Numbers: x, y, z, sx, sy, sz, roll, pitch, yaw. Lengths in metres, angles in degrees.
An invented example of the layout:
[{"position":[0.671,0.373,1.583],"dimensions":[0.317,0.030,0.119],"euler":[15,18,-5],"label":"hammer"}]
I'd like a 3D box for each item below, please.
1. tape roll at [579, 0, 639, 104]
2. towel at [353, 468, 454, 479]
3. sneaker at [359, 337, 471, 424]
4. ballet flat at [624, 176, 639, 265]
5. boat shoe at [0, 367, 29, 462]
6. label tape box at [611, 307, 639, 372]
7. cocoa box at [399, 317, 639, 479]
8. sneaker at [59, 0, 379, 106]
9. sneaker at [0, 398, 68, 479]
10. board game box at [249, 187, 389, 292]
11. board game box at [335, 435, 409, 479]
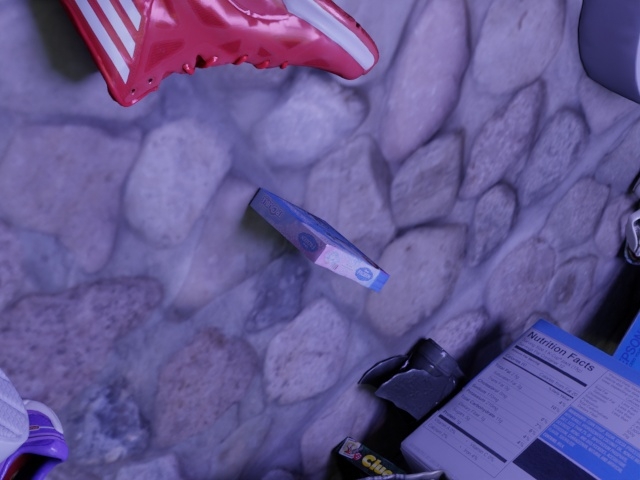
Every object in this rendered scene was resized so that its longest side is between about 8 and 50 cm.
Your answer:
[{"position":[0.355,-0.240,0.899],"dimensions":[0.219,0.072,0.219],"euler":[-24,134,-28],"label":"tape roll"},{"position":[-0.031,0.361,0.893],"dimensions":[0.312,0.056,0.324],"euler":[-2,122,-9],"label":"towel"},{"position":[0.116,0.165,0.994],"dimensions":[0.089,0.051,0.170],"euler":[-47,135,-5],"label":"sneaker"},{"position":[0.406,-0.043,1.103],"dimensions":[0.070,0.070,0.188],"euler":[-25,130,-28],"label":"ballet flat"},{"position":[-0.313,0.057,0.476],"dimensions":[0.119,0.121,0.335],"euler":[-46,130,5],"label":"boat shoe"},{"position":[0.513,0.081,1.240],"dimensions":[0.241,0.106,0.333],"euler":[-63,158,12],"label":"label tape box"},{"position":[0.281,0.308,1.001],"dimensions":[0.228,0.231,0.347],"euler":[-38,129,-18],"label":"cocoa box"},{"position":[-0.070,-0.133,0.587],"dimensions":[0.221,0.087,0.128],"euler":[28,107,-37],"label":"sneaker"},{"position":[-0.252,0.187,0.646],"dimensions":[0.170,0.071,0.068],"euler":[-45,140,-7],"label":"sneaker"},{"position":[0.000,0.000,0.728],"dimensions":[0.090,0.090,0.020],"euler":[25,102,-50],"label":"board game box"},{"position":[0.097,0.330,1.029],"dimensions":[0.030,0.136,0.260],"euler":[-47,142,-27],"label":"board game box"}]
